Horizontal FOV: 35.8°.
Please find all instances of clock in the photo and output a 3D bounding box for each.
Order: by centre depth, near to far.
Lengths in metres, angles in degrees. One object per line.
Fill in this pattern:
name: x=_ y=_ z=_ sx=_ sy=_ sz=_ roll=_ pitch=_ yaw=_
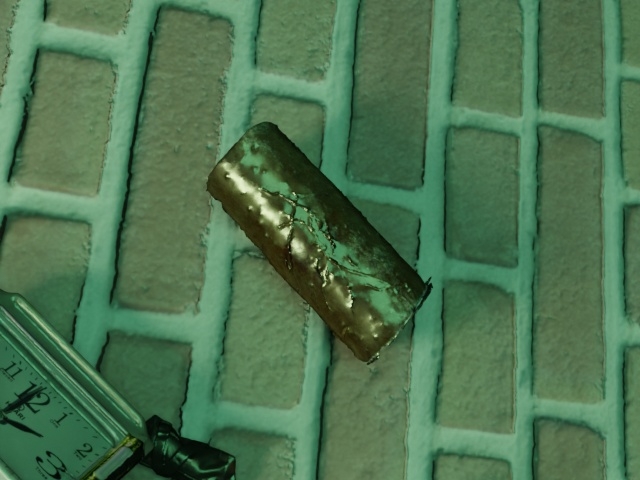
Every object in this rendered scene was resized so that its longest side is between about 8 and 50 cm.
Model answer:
clock: x=-0.305 y=0.171 z=0.958 sx=0.253 sy=0.083 sz=0.186 roll=45 pitch=32 yaw=4

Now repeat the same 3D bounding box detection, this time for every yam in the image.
yam: x=-0.001 y=0.001 z=1.117 sx=0.131 sy=0.131 sz=0.279 roll=-41 pitch=84 yaw=-22

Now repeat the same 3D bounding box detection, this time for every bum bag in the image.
bum bag: x=-0.145 y=0.231 z=1.048 sx=0.125 sy=0.034 sz=0.057 roll=27 pitch=81 yaw=-4
